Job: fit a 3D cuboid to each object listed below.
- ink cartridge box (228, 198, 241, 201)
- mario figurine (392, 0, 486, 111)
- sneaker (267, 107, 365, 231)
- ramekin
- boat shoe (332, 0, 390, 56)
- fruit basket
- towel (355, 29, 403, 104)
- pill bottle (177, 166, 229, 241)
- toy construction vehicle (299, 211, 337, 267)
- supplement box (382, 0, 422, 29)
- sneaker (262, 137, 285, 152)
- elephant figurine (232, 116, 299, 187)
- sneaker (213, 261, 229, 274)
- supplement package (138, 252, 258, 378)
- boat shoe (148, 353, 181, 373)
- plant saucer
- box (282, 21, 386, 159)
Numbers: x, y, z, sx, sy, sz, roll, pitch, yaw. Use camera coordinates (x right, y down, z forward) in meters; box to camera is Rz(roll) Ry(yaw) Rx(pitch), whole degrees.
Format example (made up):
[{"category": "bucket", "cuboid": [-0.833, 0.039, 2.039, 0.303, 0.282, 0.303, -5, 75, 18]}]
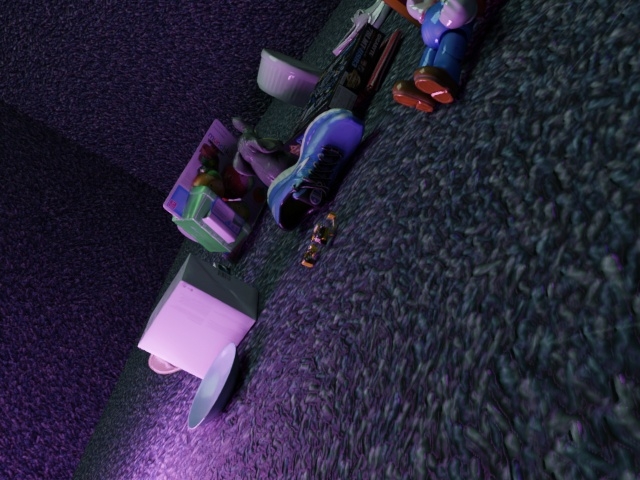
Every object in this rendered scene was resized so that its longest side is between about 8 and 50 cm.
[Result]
[{"category": "ink cartridge box", "cuboid": [-0.251, -0.175, 2.100, 0.135, 0.099, 0.056, -47, 20, 35]}, {"category": "mario figurine", "cuboid": [0.199, -0.396, 1.007, 0.198, 0.170, 0.320, 12, 77, 37]}, {"category": "sneaker", "cuboid": [-0.002, -0.145, 1.311, 0.330, 0.130, 0.147, -53, 31, 30]}, {"category": "ramekin", "cuboid": [-0.100, -0.567, 2.084, 0.273, 0.273, 0.127, -100, 31, -66]}, {"category": "boat shoe", "cuboid": [0.138, -0.698, 1.891, 0.267, 0.088, 0.096, -51, 17, 26]}, {"category": "fruit basket", "cuboid": [-0.300, -0.152, 1.880, 0.165, 0.327, 0.353, 6, 59, 43]}, {"category": "towel", "cuboid": [0.117, -0.434, 1.588, 0.275, 0.031, 0.199, -21, 41, 65]}, {"category": "pill bottle", "cuboid": [-0.460, -0.177, 2.535, 0.210, 0.210, 0.363, -34, 30, 56]}, {"category": "toy construction vehicle", "cuboid": [0.000, 0.000, 1.167, 0.086, 0.035, 0.098, -58, 9, 49]}, {"category": "supplement box", "cuboid": [0.220, -0.608, 1.295, 0.194, 0.191, 0.129, -49, 18, 33]}, {"category": "sneaker", "cuboid": [-0.240, -0.302, 2.259, 0.410, 0.158, 0.182, -30, 15, 51]}, {"category": "elephant figurine", "cuboid": [-0.200, -0.271, 1.864, 0.169, 0.239, 0.186, -60, 17, -6]}, {"category": "sneaker", "cuboid": [-0.330, 0.131, 1.870, 0.083, 0.071, 0.190, -64, 7, 6]}, {"category": "supplement package", "cuboid": [-0.282, 0.181, 1.384, 0.203, 0.194, 0.149, -54, 16, 17]}, {"category": "boat shoe", "cuboid": [-0.373, 0.259, 1.691, 0.302, 0.113, 0.103, -45, 17, 10]}, {"category": "plant saucer", "cuboid": [-0.214, 0.309, 1.234, 0.195, 0.037, 0.195, -51, 18, 24]}, {"category": "box", "cuboid": [0.032, -0.392, 1.579, 0.295, 0.073, 0.293, -26, 35, 62]}]
